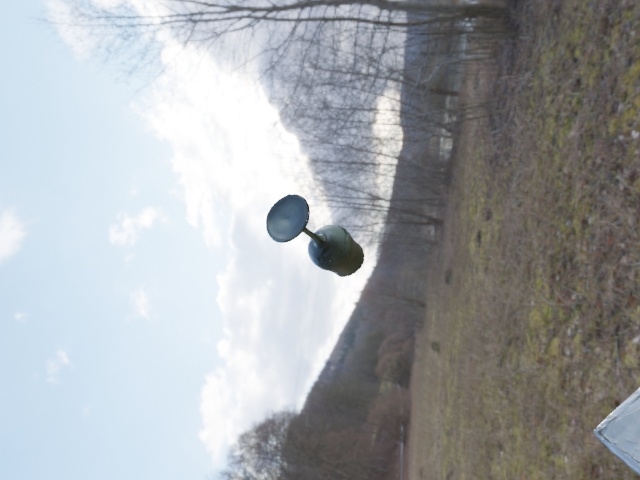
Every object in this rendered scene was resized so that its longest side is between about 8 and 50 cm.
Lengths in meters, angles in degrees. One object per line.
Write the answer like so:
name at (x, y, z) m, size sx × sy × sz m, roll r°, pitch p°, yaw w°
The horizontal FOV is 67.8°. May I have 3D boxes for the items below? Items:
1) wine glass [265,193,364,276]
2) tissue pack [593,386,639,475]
wine glass at (0.000, 0.000, 0.761) m, size 0.195 × 0.079 × 0.079 m, roll 36°, pitch -122°, yaw -53°
tissue pack at (0.383, 0.202, 0.381) m, size 0.159 × 0.229 × 0.145 m, roll -46°, pitch 14°, yaw 6°
